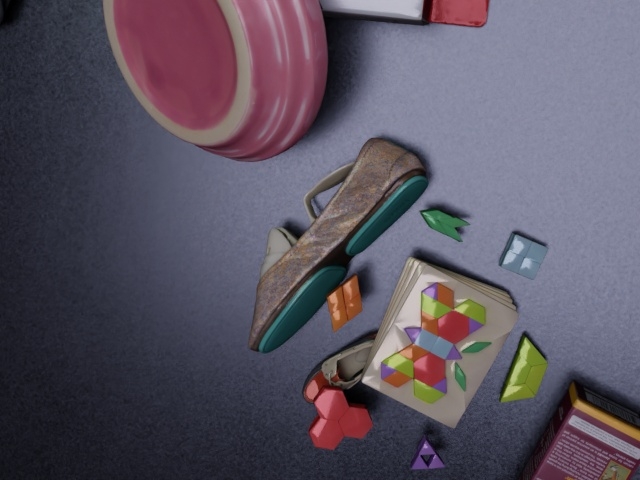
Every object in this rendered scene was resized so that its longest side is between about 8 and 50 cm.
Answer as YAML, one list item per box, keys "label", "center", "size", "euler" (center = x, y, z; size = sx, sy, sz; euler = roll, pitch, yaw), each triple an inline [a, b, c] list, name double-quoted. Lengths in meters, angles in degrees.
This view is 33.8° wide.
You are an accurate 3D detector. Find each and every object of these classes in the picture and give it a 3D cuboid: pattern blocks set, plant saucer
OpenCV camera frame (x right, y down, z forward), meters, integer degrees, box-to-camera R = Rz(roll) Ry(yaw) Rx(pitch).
- label: "pattern blocks set"
  center: [0.141, 0.127, 1.295]
  size: [0.286, 0.026, 0.324]
  euler: [12, 98, -4]
- label: "plant saucer"
  center: [-0.138, -0.238, 1.199]
  size: [0.332, 0.084, 0.332]
  euler: [26, 132, 33]

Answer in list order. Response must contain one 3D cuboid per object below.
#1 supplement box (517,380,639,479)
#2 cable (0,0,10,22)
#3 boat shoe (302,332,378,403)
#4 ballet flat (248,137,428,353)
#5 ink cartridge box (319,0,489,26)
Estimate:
- label: "supplement box"
  center: [0.313, 0.284, 1.290]
  size: [0.104, 0.081, 0.188]
  euler: [27, 103, 5]
- label: "cable"
  center: [-0.458, -0.354, 1.351]
  size: [0.151, 0.047, 0.184]
  euler: [9, 101, 9]
- label: "boat shoe"
  center: [0.030, 0.166, 1.344]
  size: [0.137, 0.043, 0.049]
  euler: [-36, 93, 14]
- label: "ballet flat"
  center: [0.000, 0.000, 1.307]
  size: [0.316, 0.107, 0.106]
  euler: [-47, 68, 9]
- label: "ink cartridge box"
  center: [0.073, -0.409, 1.201]
  size: [0.272, 0.130, 0.309]
  euler: [7, 100, 8]
